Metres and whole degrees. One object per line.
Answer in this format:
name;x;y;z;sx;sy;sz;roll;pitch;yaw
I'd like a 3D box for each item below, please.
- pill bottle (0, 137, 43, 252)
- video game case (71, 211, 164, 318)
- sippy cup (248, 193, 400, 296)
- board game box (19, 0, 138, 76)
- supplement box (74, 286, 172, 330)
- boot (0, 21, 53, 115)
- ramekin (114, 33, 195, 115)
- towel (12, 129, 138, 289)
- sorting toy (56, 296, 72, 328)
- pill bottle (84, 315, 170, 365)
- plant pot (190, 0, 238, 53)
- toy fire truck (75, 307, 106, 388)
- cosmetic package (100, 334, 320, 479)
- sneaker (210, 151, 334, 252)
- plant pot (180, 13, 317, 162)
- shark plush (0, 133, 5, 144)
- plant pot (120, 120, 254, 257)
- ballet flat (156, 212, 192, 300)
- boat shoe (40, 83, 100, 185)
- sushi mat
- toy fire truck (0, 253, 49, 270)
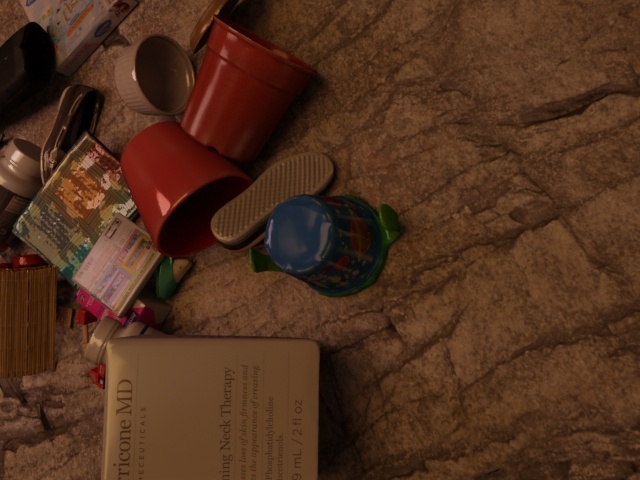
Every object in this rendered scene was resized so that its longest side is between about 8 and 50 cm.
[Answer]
pill bottle;-0.920;-0.134;1.946;0.176;0.176;0.318;44;102;25
video game case;-0.508;0.060;1.684;0.193;0.023;0.212;31;85;26
sippy cup;0.000;0.000;1.440;0.240;0.224;0.305;43;102;26
board game box;-0.733;-0.716;2.000;0.318;0.066;0.318;-39;68;17
supplement box;-0.515;0.162;1.737;0.220;0.114;0.111;31;96;25
boot;-1.002;-0.534;2.025;0.445;0.146;0.367;-27;73;31
ramekin;-0.438;-0.424;1.738;0.109;0.207;0.207;-2;81;35
towel;-0.661;-0.081;1.840;0.271;0.040;0.370;41;102;4
sorting toy;-0.722;0.204;1.889;0.062;0.012;0.083;7;89;32
pill bottle;-0.409;0.286;1.581;0.272;0.152;0.152;24;94;-4
plant pot;-0.257;-0.570;1.662;0.032;0.236;0.236;37;102;-12
toy fire truck;-0.595;0.284;1.769;0.135;0.047;0.192;22;109;28
cosmetic package;-0.210;0.358;1.353;0.393;0.327;0.329;1;83;-6
sneaker;-0.109;-0.088;1.574;0.321;0.127;0.126;-33;68;-8
plant pot;-0.187;-0.346;1.577;0.272;0.272;0.265;38;107;26
shark plush;-1.052;-0.289;2.096;0.161;0.067;0.073;-9;78;25
plant pot;-0.336;-0.137;1.597;0.275;0.275;0.243;-46;68;13
ballet flat;-0.370;0.031;1.705;0.087;0.083;0.247;0;84;7
boat shoe;-0.710;-0.287;1.901;0.095;0.112;0.335;6;82;32
sushi mat;-0.798;0.223;1.809;0.019;0.151;0.317;26;113;51
toy fire truck;-0.908;0.132;1.857;0.302;0.254;0.169;-15;76;24
